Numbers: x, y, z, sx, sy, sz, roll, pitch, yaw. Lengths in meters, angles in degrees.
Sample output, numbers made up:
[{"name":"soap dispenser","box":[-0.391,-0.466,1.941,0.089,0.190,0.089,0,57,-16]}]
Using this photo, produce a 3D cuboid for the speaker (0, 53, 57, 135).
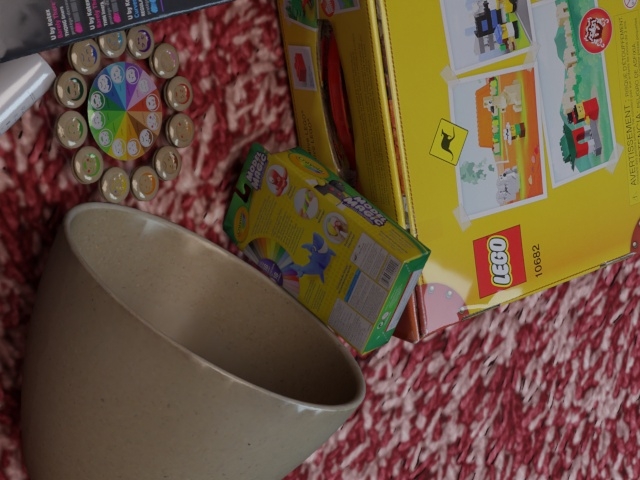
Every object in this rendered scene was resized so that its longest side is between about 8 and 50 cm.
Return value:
[{"name":"speaker","box":[-0.314,-0.125,1.260,0.136,0.055,0.055,-48,120,-16]}]

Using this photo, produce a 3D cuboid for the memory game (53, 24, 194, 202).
[{"name":"memory game","box":[-0.192,-0.128,1.330,0.186,0.012,0.186,-3,93,-50]}]

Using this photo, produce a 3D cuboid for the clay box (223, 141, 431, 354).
[{"name":"clay box","box":[0.000,0.000,1.383,0.053,0.222,0.127,-19,141,-46]}]

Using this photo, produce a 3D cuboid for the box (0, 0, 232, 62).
[{"name":"box","box":[-0.216,-0.267,1.228,0.270,0.165,0.143,-21,110,-28]}]

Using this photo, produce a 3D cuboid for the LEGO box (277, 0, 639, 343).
[{"name":"LEGO box","box":[0.167,-0.190,1.472,0.372,0.193,0.500,-18,108,-29]}]

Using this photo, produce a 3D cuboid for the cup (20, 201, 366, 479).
[{"name":"cup","box":[-0.157,0.150,1.288,0.331,0.331,0.237,24,106,-34]}]
